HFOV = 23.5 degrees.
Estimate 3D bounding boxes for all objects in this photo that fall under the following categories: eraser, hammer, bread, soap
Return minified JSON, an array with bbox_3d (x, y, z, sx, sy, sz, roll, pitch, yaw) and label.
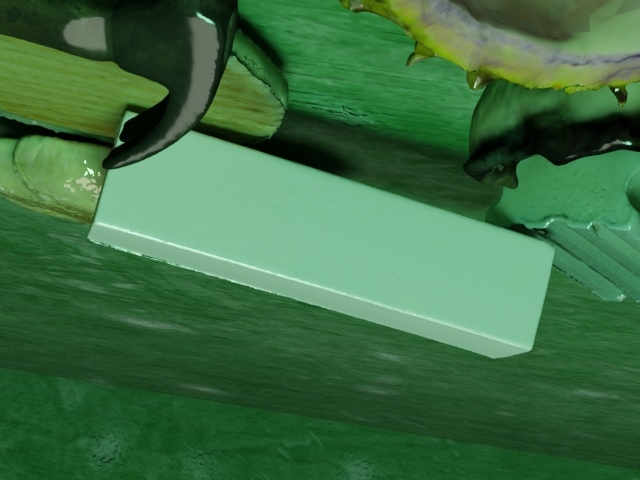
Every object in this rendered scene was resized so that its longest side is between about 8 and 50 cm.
[{"bbox_3d":[0.000,0.001,1.024,0.298,0.078,0.076,17,168,-9],"label":"eraser"},{"bbox_3d":[-0.257,-0.150,0.821,0.440,0.044,0.168,14,134,7],"label":"hammer"},{"bbox_3d":[-0.123,-0.029,1.205,0.316,0.054,0.316,11,174,1],"label":"bread"},{"bbox_3d":[-0.144,-0.114,0.963,0.267,0.040,0.267,10,166,2],"label":"bread"},{"bbox_3d":[0.214,-0.008,1.092,0.115,0.063,0.198,2,164,35],"label":"soap"}]

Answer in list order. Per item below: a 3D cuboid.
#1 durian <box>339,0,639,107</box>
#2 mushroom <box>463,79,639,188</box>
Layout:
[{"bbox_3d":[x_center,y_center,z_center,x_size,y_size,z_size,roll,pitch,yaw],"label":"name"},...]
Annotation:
[{"bbox_3d":[0.056,-0.155,0.445,0.191,0.112,0.341,-41,143,23],"label":"durian"},{"bbox_3d":[0.247,-0.069,0.726,0.344,0.130,0.247,8,180,11],"label":"mushroom"}]
